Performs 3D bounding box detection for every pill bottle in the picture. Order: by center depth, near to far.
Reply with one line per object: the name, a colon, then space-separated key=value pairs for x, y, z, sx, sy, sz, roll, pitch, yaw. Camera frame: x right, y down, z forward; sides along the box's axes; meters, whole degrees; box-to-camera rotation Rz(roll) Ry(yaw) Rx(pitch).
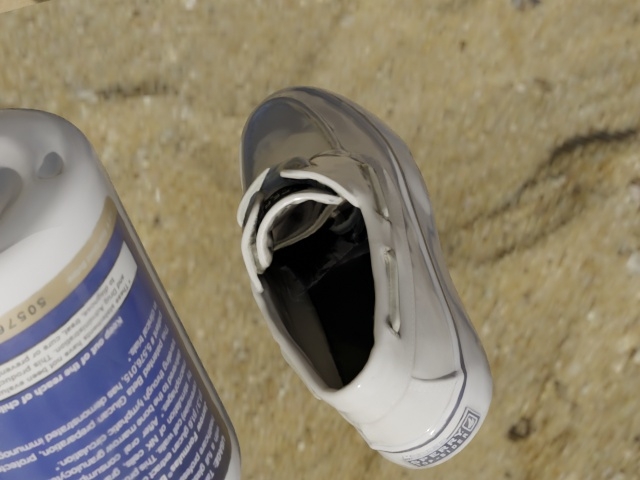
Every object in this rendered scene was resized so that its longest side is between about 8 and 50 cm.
pill bottle: x=-0.079 y=0.053 z=0.553 sx=0.094 sy=0.169 sz=0.094 roll=-15 pitch=36 yaw=11

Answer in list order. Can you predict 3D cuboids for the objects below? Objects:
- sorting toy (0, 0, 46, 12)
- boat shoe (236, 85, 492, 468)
sorting toy: x=-0.051 y=-0.220 z=0.787 sx=0.255 sy=0.257 sz=0.089 roll=-20 pitch=74 yaw=-24
boat shoe: x=0.000 y=0.000 z=0.939 sx=0.096 sy=0.088 sz=0.267 roll=-38 pitch=43 yaw=19
